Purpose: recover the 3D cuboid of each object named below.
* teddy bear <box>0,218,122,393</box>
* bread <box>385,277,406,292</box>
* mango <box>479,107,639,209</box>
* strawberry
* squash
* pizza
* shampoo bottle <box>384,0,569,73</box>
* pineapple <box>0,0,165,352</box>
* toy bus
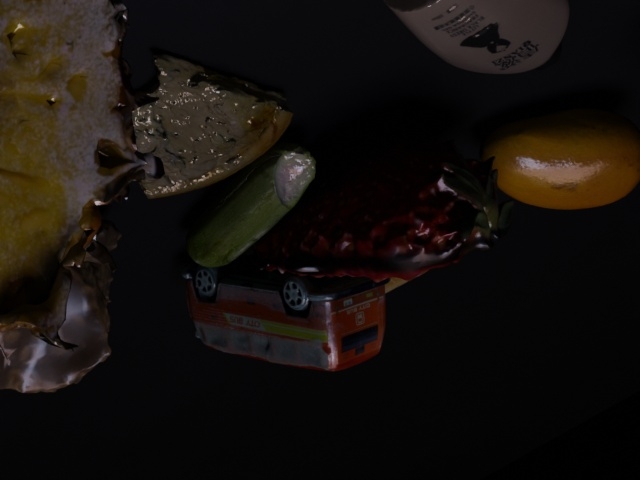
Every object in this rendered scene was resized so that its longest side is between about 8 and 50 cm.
[{"bbox_3d":[-0.318,0.041,1.251,0.296,0.222,0.246,14,102,-39],"label":"teddy bear"},{"bbox_3d":[0.072,0.024,1.670,0.177,0.084,0.119,-24,161,11],"label":"bread"},{"bbox_3d":[0.285,-0.099,1.527,0.219,0.112,0.145,3,152,-22],"label":"mango"},{"bbox_3d":[0.043,-0.039,1.408,0.306,0.137,0.233,-3,-164,22],"label":"strawberry"},{"bbox_3d":[-0.078,-0.037,1.403,0.069,0.069,0.239,-4,155,-36],"label":"squash"},{"bbox_3d":[-0.121,-0.110,1.227,0.181,0.034,0.262,-21,159,6],"label":"pizza"},{"bbox_3d":[0.151,-0.205,1.167,0.127,0.078,0.257,-31,158,27],"label":"shampoo bottle"},{"bbox_3d":[-0.294,-0.068,0.735,0.352,0.352,0.300,1,175,-44],"label":"pineapple"},{"bbox_3d":[-0.047,0.080,1.508,0.265,0.119,0.121,6,-165,43],"label":"toy bus"}]
